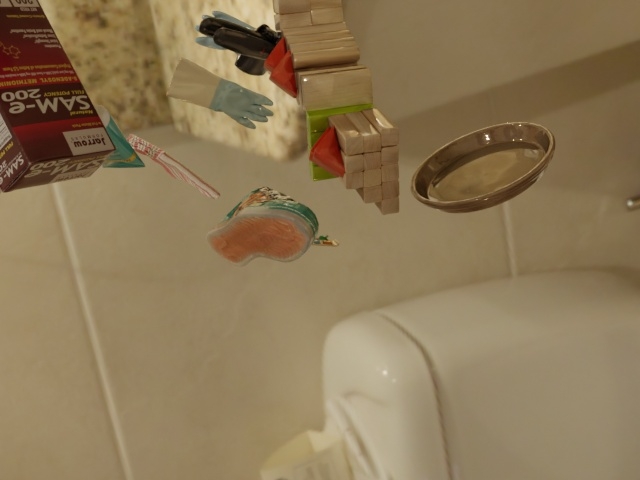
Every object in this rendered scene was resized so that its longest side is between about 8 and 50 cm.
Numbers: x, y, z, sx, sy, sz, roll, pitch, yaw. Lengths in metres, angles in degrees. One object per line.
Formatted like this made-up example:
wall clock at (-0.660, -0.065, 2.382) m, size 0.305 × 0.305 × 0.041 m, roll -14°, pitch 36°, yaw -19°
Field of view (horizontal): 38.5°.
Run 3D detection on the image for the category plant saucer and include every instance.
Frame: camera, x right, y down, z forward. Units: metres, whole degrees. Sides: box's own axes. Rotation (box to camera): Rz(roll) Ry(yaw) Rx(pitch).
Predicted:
plant saucer at (0.301, -0.132, 1.694) m, size 0.278 × 0.278 × 0.041 m, roll 33°, pitch 152°, yaw 60°

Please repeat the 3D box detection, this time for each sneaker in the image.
sneaker at (-0.078, -0.038, 1.444) m, size 0.108 × 0.121 × 0.302 m, roll 47°, pitch 156°, yaw -18°

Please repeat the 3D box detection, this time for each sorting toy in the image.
sorting toy at (0.000, 0.000, 1.719) m, size 0.083 × 0.062 × 0.012 m, roll -130°, pitch 40°, yaw -79°

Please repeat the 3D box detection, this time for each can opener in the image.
can opener at (-0.089, -0.247, 1.160) m, size 0.059 × 0.186 × 0.073 m, roll 28°, pitch 100°, yaw 18°

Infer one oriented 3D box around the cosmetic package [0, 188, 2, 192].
cosmetic package at (-0.620, -0.101, 1.376) m, size 0.161 × 0.230 × 0.453 m, roll 106°, pitch -175°, yaw -63°

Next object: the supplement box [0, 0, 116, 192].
supplement box at (-0.359, -0.183, 1.084) m, size 0.073 × 0.130 × 0.239 m, roll -34°, pitch 81°, yaw 37°

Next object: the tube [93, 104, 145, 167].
tube at (-0.371, -0.170, 1.612) m, size 0.207 × 0.080 × 0.052 m, roll 82°, pitch -167°, yaw -72°

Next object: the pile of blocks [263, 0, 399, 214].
pile of blocks at (-0.004, -0.174, 1.132) m, size 0.149 × 0.113 × 0.362 m, roll 94°, pitch 164°, yaw -50°

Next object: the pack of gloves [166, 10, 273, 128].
pack of gloves at (-0.166, -0.339, 1.841) m, size 0.046 × 0.232 × 0.195 m, roll 33°, pitch 102°, yaw 61°

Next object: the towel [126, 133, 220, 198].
towel at (-0.279, -0.135, 1.709) m, size 0.144 × 0.029 × 0.197 m, roll 36°, pitch 176°, yaw -34°
